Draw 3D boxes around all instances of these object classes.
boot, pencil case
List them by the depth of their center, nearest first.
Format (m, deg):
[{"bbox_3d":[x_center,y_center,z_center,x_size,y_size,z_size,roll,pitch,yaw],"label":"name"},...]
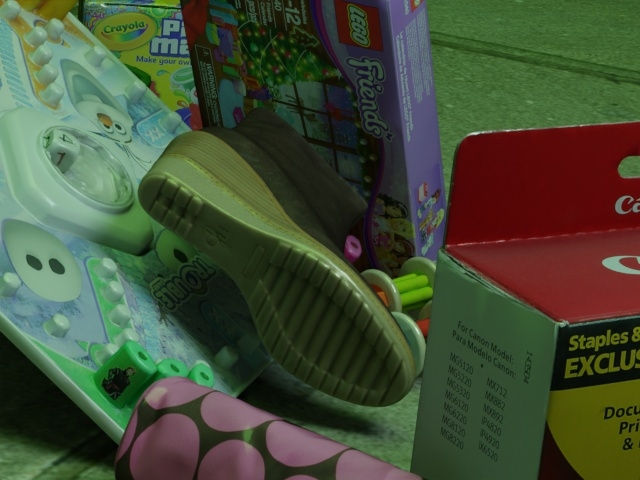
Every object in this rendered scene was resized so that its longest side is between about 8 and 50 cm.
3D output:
[{"bbox_3d":[-0.029,0.154,1.171,0.209,0.098,0.095,19,-8,40],"label":"pencil case"},{"bbox_3d":[0.000,0.000,1.442,0.248,0.090,0.207,42,27,8],"label":"boot"}]

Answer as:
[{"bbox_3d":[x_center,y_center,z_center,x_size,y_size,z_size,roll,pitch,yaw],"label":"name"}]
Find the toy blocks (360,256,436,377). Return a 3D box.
[{"bbox_3d":[0.053,0.062,1.501,0.148,0.054,0.123,-14,28,-43],"label":"toy blocks"}]

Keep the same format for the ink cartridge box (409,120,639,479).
[{"bbox_3d":[0.220,0.072,1.190,0.309,0.272,0.130,-6,22,-29],"label":"ink cartridge box"}]

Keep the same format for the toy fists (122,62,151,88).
[{"bbox_3d":[-0.213,-0.049,1.616,0.096,0.142,0.279,18,22,14],"label":"toy fists"}]

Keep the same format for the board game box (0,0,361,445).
[{"bbox_3d":[-0.170,-0.053,1.450,0.390,0.050,0.390,44,25,2],"label":"board game box"}]

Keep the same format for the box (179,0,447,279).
[{"bbox_3d":[-0.004,-0.101,1.595,0.201,0.293,0.057,16,44,29],"label":"box"}]

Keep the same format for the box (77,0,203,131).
[{"bbox_3d":[-0.092,-0.172,1.940,0.290,0.177,0.279,3,19,-8],"label":"box"}]
